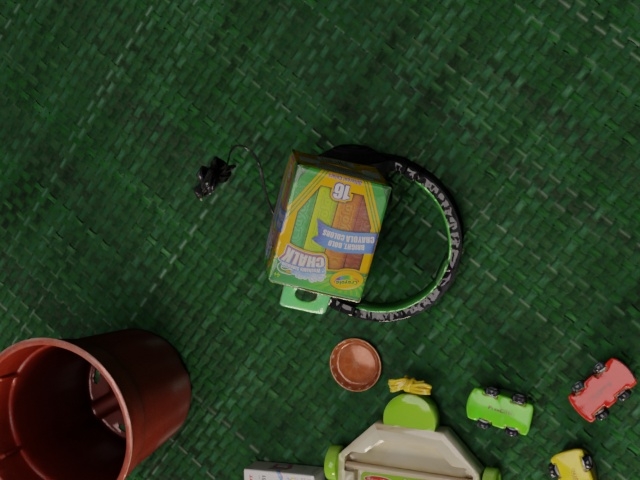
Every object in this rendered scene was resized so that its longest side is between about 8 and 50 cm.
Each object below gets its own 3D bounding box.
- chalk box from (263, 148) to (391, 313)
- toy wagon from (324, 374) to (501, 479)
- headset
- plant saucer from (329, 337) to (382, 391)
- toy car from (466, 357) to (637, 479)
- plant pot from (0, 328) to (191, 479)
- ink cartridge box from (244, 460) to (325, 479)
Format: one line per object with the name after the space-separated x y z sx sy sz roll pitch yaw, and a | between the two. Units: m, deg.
0.000 0.000 1.645 0.132 0.132 0.213 12 102 -9 | chalk box
0.138 0.369 1.824 0.267 0.068 0.344 5 98 20 | toy wagon
0.014 -0.028 1.756 0.394 0.185 0.243 25 105 5 | headset
0.055 0.191 1.860 0.083 0.013 0.083 3 97 21 | plant saucer
0.324 0.258 1.745 0.225 0.053 0.239 15 102 19 | toy car
-0.349 0.259 1.890 0.272 0.265 0.272 3 99 20 | plant pot
-0.057 0.401 1.910 0.122 0.052 0.088 1 98 22 | ink cartridge box
